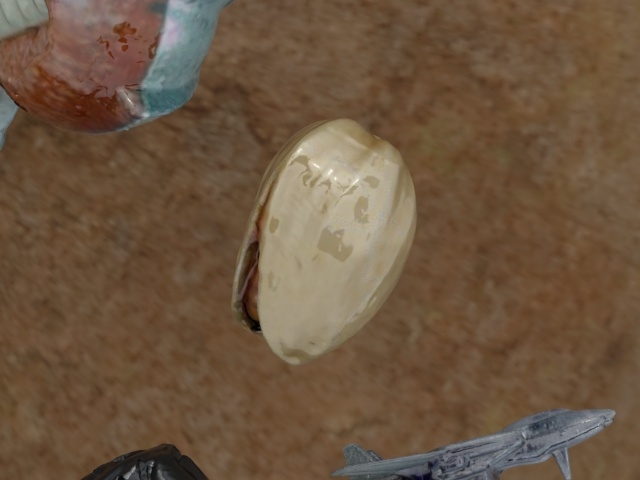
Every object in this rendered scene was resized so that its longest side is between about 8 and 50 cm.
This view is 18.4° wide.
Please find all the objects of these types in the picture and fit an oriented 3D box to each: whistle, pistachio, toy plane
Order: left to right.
[{"bbox_3d":[-0.160,-0.121,1.101,0.134,0.346,0.142,-24,98,-40],"label":"whistle"},{"bbox_3d":[0.000,0.000,1.762,0.157,0.157,0.229,15,110,-23],"label":"pistachio"},{"bbox_3d":[0.152,0.215,1.853,0.267,0.212,0.088,-13,72,18],"label":"toy plane"}]

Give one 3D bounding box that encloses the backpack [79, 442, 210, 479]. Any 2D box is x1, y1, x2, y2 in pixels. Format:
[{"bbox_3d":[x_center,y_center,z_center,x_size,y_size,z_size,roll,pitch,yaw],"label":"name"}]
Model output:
[{"bbox_3d":[-0.133,0.257,1.344,0.206,0.133,0.258,47,50,7],"label":"backpack"}]
